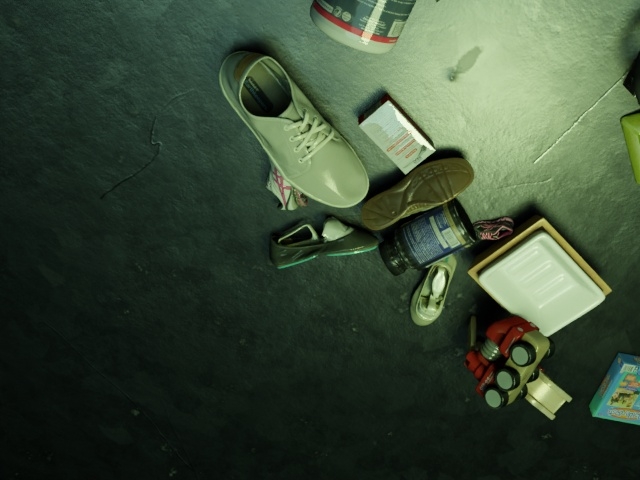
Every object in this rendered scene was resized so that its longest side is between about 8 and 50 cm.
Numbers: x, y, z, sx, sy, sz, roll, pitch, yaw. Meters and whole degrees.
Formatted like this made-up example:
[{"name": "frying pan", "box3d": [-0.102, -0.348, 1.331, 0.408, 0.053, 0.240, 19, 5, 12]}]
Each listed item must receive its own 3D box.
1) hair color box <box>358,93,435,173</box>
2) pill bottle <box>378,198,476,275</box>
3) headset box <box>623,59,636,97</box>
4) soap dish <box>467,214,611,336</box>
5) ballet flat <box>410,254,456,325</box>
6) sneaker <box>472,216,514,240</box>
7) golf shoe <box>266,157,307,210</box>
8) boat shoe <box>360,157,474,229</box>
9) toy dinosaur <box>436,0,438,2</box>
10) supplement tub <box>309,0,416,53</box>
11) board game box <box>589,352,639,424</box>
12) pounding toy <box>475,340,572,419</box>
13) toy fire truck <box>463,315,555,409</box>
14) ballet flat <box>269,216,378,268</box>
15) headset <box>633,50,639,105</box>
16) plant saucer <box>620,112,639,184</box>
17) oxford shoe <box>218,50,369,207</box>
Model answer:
[{"name": "hair color box", "box3d": [0.175, -0.244, 1.714, 0.093, 0.053, 0.167, -38, 111, 21]}, {"name": "pill bottle", "box3d": [0.258, -0.001, 1.817, 0.219, 0.123, 0.123, -28, 116, 20]}, {"name": "headset box", "box3d": [0.694, -0.346, 1.610, 0.032, 0.083, 0.062, 13, 122, -6]}, {"name": "soap dish", "box3d": [0.544, 0.089, 1.864, 0.229, 0.118, 0.291, -39, 112, 23]}, {"name": "ballet flat", "box3d": [0.289, 0.140, 1.928, 0.086, 0.086, 0.248, 10, 122, -3]}, {"name": "sneaker", "box3d": [0.420, -0.020, 1.838, 0.119, 0.057, 0.047, -17, 121, 14]}, {"name": "golf shoe", "box3d": [-0.098, -0.149, 1.775, 0.086, 0.067, 0.186, -15, 120, 13]}, {"name": "boat shoe", "box3d": [0.229, -0.117, 1.781, 0.285, 0.089, 0.104, -23, 92, 13]}, {"name": "toy dinosaur", "box3d": [0.345, -0.578, 1.500, 0.268, 0.064, 0.118, -17, 126, 16]}, {"name": "supplement tub", "box3d": [0.110, -0.525, 1.463, 0.191, 0.191, 0.272, 20, 120, -10]}, {"name": "board game box", "box3d": [0.874, 0.419, 2.093, 0.160, 0.047, 0.210, 12, 121, -5]}, {"name": "pounding toy", "box3d": [0.523, 0.383, 1.994, 0.155, 0.269, 0.154, -49, 134, 6]}, {"name": "toy fire truck", "box3d": [0.442, 0.266, 1.882, 0.158, 0.246, 0.217, -8, 130, -43]}, {"name": "ballet flat", "box3d": [0.000, 0.000, 1.852, 0.280, 0.095, 0.096, -12, 108, 10]}, {"name": "headset", "box3d": [0.821, -0.280, 1.515, 0.243, 0.185, 0.394, -42, 100, 1]}, {"name": "plant saucer", "box3d": [0.797, -0.213, 1.686, 0.188, 0.045, 0.188, -13, 121, 25]}, {"name": "oxford shoe", "box3d": [-0.048, -0.237, 1.659, 0.169, 0.130, 0.449, -49, 113, -14]}]
